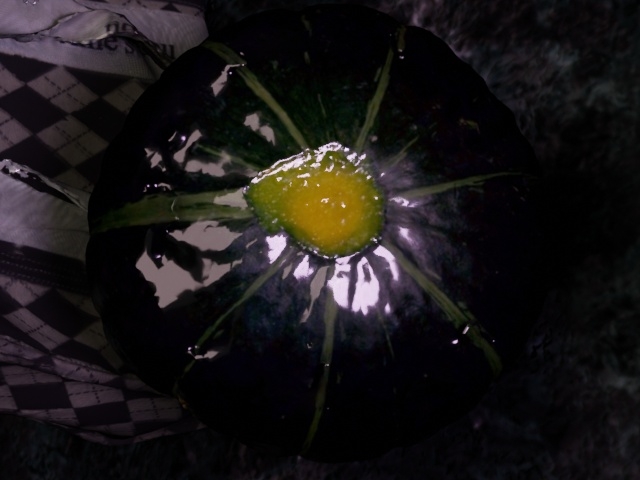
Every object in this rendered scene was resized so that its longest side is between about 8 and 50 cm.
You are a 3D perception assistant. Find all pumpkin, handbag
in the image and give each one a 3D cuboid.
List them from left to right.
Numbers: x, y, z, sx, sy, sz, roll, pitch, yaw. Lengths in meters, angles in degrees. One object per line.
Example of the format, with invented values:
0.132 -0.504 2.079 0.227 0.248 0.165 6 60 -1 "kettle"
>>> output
-0.217 -0.078 1.215 0.180 0.316 0.416 -20 66 34 "handbag"
0.000 0.000 1.115 0.295 0.296 0.296 -10 71 31 "pumpkin"
